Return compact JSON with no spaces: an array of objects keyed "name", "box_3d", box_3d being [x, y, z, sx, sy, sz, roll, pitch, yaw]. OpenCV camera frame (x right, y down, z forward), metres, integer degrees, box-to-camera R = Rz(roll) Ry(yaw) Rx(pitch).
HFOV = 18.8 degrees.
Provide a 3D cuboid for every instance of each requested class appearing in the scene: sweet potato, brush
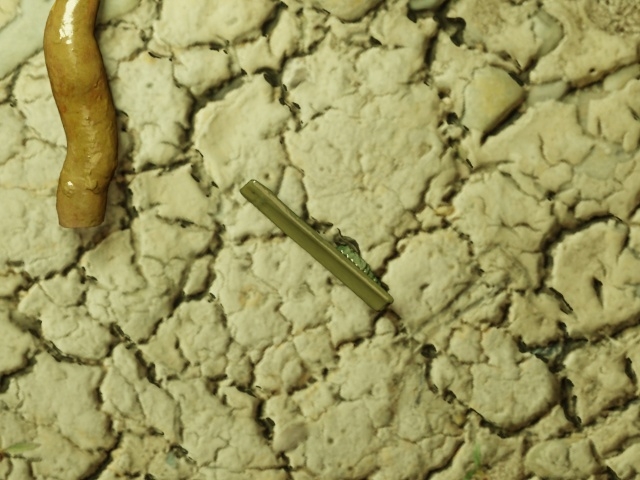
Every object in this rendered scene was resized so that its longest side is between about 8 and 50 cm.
[{"name":"sweet potato","box_3d":[-0.233,-0.148,1.880,0.067,0.059,0.281,-4,112,-6]},{"name":"brush","box_3d":[0.000,0.000,1.945,0.190,0.027,0.034,40,143,-7]}]
